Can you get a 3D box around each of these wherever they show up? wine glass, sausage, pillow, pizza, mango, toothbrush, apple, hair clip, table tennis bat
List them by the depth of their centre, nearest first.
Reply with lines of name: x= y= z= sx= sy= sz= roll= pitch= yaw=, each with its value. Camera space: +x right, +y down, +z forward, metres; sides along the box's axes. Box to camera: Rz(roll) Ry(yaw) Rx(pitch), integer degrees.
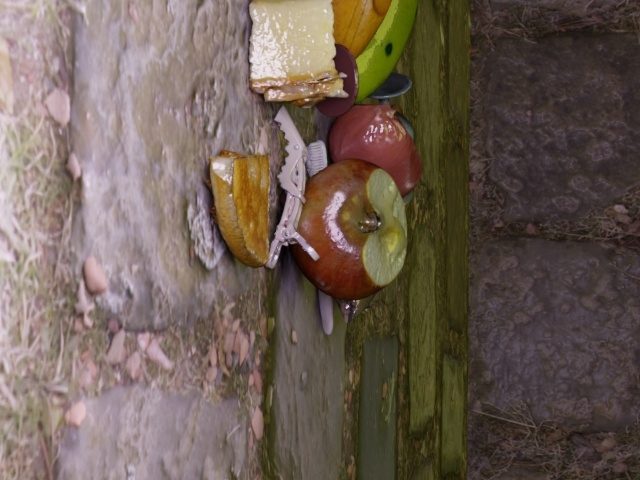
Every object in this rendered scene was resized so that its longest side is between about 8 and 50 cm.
pizza: x=-0.092 y=-0.046 z=1.308 sx=0.134 sy=0.046 sz=0.175 roll=-72 pitch=157 yaw=-48
hair clip: x=-0.033 y=-0.073 z=1.495 sx=0.034 sy=0.072 sz=0.226 roll=55 pitch=36 yaw=-71
table tennis bat: x=0.003 y=-0.211 z=1.497 sx=0.014 sy=0.158 sz=0.095 roll=-9 pitch=101 yaw=-34
apple: x=0.034 y=-0.014 z=1.571 sx=0.173 sy=0.160 sz=0.195 roll=28 pitch=61 yaw=-78
mango: x=0.027 y=-0.361 z=1.588 sx=0.154 sy=0.126 sz=0.252 roll=-17 pitch=123 yaw=-45
toothbrush: x=0.000 y=0.000 z=1.712 sx=0.029 sy=0.025 sz=0.307 roll=-17 pitch=111 yaw=-40
mango: x=0.066 y=-0.329 z=1.763 sx=0.175 sy=0.143 sz=0.293 roll=69 pitch=34 yaw=-50
sausage: x=0.087 y=-0.138 z=1.834 sx=0.254 sy=0.148 sz=0.148 roll=46 pitch=45 yaw=-62
pillow: x=0.061 y=0.041 z=1.842 sx=0.270 sy=0.067 sz=0.173 roll=4 pitch=81 yaw=-80
wine glass: x=0.118 y=-0.175 z=2.024 sx=0.103 sy=0.103 sz=0.231 roll=-68 pitch=157 yaw=-56

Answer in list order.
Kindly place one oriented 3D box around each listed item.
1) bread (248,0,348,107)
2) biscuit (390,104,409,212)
bread: x=-0.046 y=-0.244 z=1.468 sx=0.152 sy=0.127 sz=0.147 roll=-168 pitch=-107 yaw=-71
biscuit: x=0.158 y=-0.147 z=2.295 sx=0.203 sy=0.041 sz=0.260 roll=-51 pitch=140 yaw=-68
